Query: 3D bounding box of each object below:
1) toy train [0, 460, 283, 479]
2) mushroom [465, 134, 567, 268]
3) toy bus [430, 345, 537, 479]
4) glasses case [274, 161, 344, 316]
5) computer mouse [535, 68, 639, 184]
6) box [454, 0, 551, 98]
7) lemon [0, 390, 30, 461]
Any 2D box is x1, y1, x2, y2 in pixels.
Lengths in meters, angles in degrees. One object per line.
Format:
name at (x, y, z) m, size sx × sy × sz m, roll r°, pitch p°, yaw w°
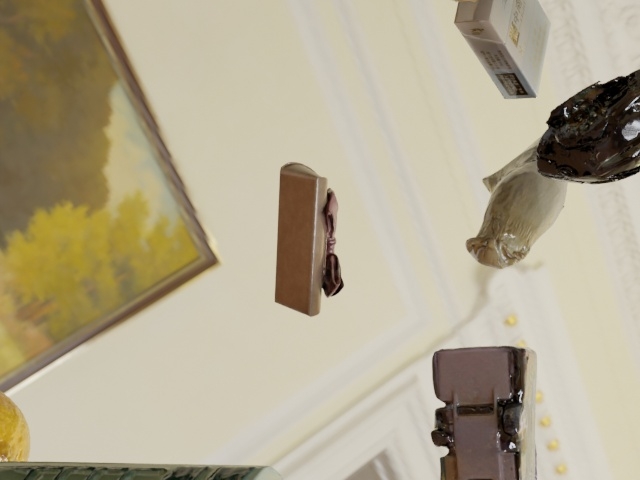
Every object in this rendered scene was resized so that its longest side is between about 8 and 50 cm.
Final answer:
toy train at (-0.210, 0.200, 0.790) m, size 0.406 × 0.086 × 0.088 m, roll -5°, pitch -50°, yaw 27°
mushroom at (0.364, -0.069, 2.085) m, size 0.177 × 0.397 × 0.126 m, roll -31°, pitch -80°, yaw 23°
toy bus at (0.194, 0.275, 1.273) m, size 0.112 × 0.138 × 0.317 m, roll -3°, pitch -95°, yaw 25°
glasses case at (0.000, 0.000, 1.487) m, size 0.102 × 0.070 × 0.194 m, roll 18°, pitch -70°, yaw 48°
computer mouse at (0.382, -0.136, 1.437) m, size 0.146 × 0.241 × 0.078 m, roll 38°, pitch 28°, yaw -46°
box at (0.305, -0.359, 1.895) m, size 0.067 × 0.155 × 0.243 m, roll 0°, pitch -23°, yaw 30°
lemon at (-0.406, 0.220, 1.266) m, size 0.187 × 0.142 × 0.142 m, roll 17°, pitch -41°, yaw 31°
